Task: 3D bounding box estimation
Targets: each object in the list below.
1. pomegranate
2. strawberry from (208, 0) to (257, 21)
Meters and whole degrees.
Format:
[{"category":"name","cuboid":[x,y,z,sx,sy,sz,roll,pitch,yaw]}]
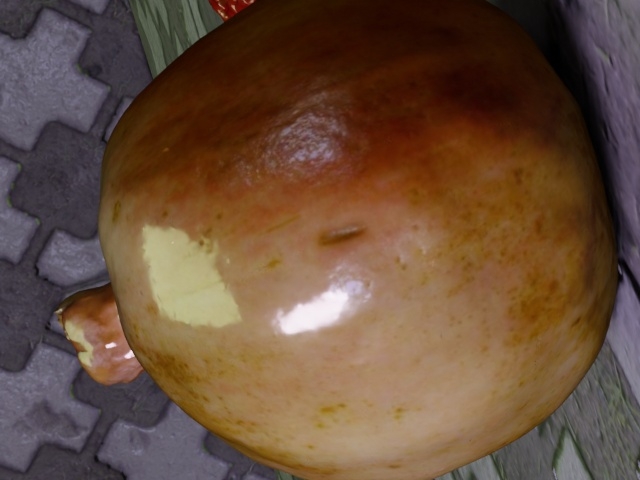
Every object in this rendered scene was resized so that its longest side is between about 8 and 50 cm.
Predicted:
[{"category":"pomegranate","cuboid":[0.000,0.000,0.883,0.252,0.270,0.229,-110,-3,-60]},{"category":"strawberry","cuboid":[-0.042,-0.198,1.343,0.121,0.082,0.188,84,168,-45]}]
